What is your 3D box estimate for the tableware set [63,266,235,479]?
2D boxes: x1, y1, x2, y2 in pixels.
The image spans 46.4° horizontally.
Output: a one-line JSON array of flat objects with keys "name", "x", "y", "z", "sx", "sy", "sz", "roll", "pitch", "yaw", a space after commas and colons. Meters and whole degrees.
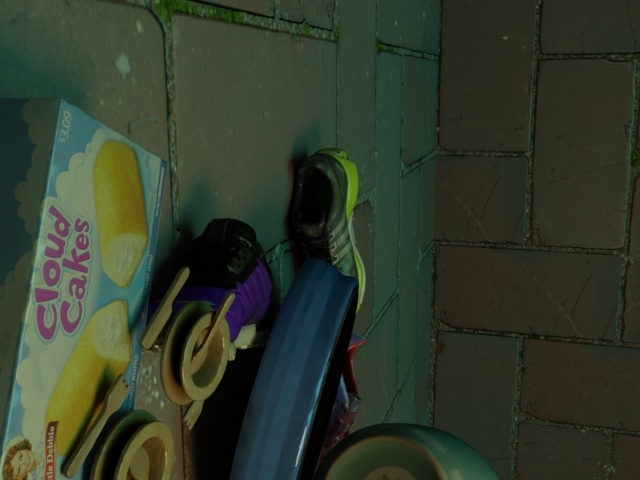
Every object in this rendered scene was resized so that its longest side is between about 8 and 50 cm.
[{"name": "tableware set", "x": -0.113, "y": 0.133, "z": 0.586, "sx": 0.128, "sy": 0.039, "sz": 0.194, "roll": 75, "pitch": 30, "yaw": -45}]

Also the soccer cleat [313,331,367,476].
[{"name": "soccer cleat", "x": 0.010, "y": 0.301, "z": 1.240, "sx": 0.108, "sy": 0.116, "sz": 0.318, "roll": 12, "pitch": 81, "yaw": -73}]

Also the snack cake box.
[{"name": "snack cake box", "x": -0.199, "y": 0.047, "z": 0.536, "sx": 0.152, "sy": 0.089, "sz": 0.264, "roll": 35, "pitch": 60, "yaw": -72}]

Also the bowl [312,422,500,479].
[{"name": "bowl", "x": 0.102, "y": 0.381, "z": 1.044, "sx": 0.163, "sy": 0.312, "sz": 0.311, "roll": 59, "pitch": 37, "yaw": -51}]

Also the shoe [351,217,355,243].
[{"name": "shoe", "x": 0.039, "y": -0.048, "z": 1.367, "sx": 0.081, "sy": 0.063, "sz": 0.178, "roll": -50, "pitch": 136, "yaw": -56}]

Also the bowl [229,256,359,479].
[{"name": "bowl", "x": -0.028, "y": 0.218, "z": 1.003, "sx": 0.391, "sy": 0.077, "sz": 0.391, "roll": 14, "pitch": 90, "yaw": -83}]

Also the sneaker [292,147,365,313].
[{"name": "sneaker", "x": 0.000, "y": 0.000, "z": 1.204, "sx": 0.121, "sy": 0.111, "sz": 0.300, "roll": -11, "pitch": 96, "yaw": -66}]

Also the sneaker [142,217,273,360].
[{"name": "sneaker", "x": -0.118, "y": 0.046, "z": 0.804, "sx": 0.293, "sy": 0.102, "sz": 0.146, "roll": 20, "pitch": 74, "yaw": -81}]
